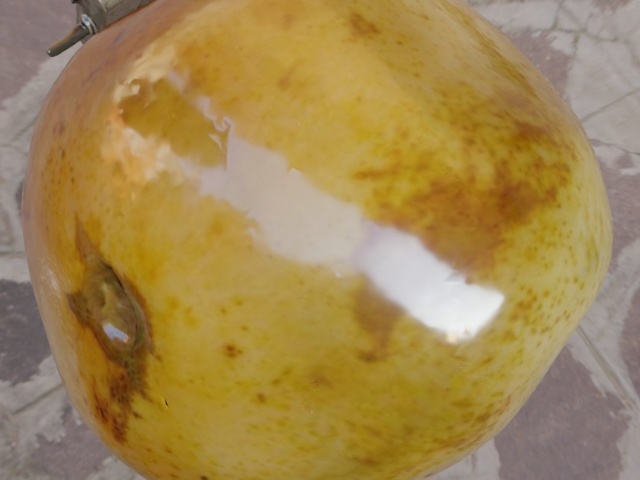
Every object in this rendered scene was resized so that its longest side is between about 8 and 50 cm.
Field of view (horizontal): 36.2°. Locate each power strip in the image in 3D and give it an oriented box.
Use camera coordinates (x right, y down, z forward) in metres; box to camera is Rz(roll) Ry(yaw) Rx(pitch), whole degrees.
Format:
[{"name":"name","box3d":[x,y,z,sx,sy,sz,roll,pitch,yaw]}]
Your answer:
[{"name":"power strip","box3d":[-0.123,-0.229,0.809,0.034,0.092,0.268,45,67,3]}]

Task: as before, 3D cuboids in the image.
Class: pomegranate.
[{"name":"pomegranate","box3d":[0.000,0.000,0.699,0.417,0.416,0.416,1,97,6]}]
